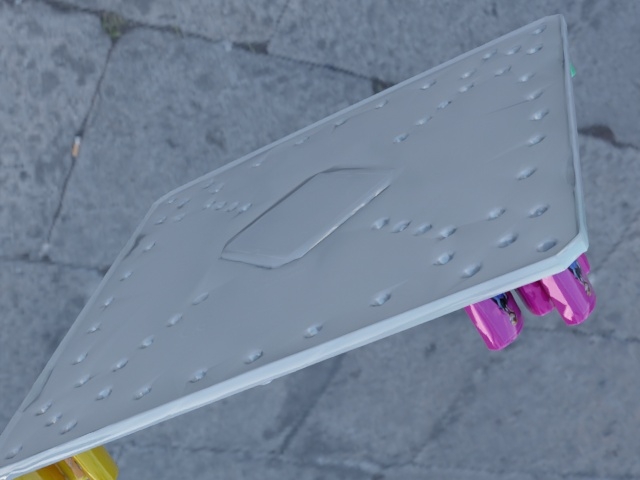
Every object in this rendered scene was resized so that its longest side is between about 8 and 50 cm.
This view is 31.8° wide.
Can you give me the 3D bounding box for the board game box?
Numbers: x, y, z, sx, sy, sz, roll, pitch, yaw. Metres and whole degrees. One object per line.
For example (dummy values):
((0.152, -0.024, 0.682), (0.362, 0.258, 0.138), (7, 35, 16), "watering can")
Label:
((0.000, 0.000, 0.782), (0.390, 0.390, 0.050), (-23, 111, 21), "board game box")
